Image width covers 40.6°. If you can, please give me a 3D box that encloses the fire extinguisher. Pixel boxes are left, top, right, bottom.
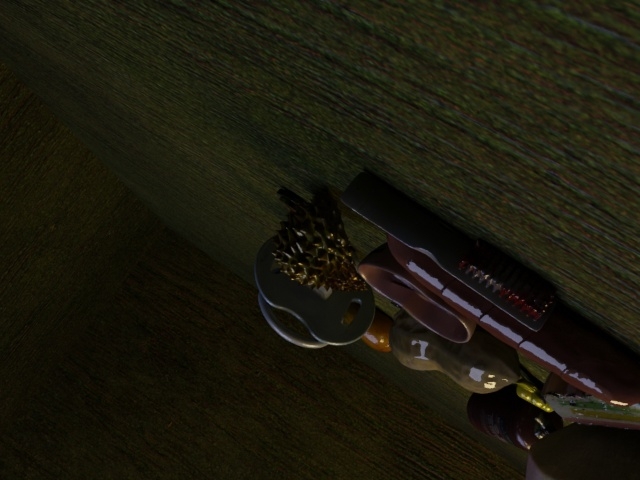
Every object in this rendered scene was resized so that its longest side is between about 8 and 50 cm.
[{"bbox_3d":[0.436,0.394,1.867,0.135,0.114,0.337,52,169,-5],"label":"fire extinguisher"}]

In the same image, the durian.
[{"bbox_3d":[-0.001,0.002,1.458,0.165,0.182,0.132,-16,149,39],"label":"durian"}]

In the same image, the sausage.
[{"bbox_3d":[0.261,0.096,1.194,0.433,0.088,0.088,34,170,12],"label":"sausage"}]

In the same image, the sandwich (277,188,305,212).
[{"bbox_3d":[-0.038,-0.058,1.666,0.069,0.026,0.101,24,165,46],"label":"sandwich"}]

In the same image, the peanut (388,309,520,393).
[{"bbox_3d":[0.238,0.191,1.572,0.149,0.149,0.313,44,168,-36],"label":"peanut"}]

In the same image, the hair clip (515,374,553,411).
[{"bbox_3d":[0.408,0.290,1.696,0.173,0.046,0.072,41,173,-33],"label":"hair clip"}]

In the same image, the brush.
[{"bbox_3d":[0.172,0.006,1.161,0.321,0.060,0.050,34,157,12],"label":"brush"}]

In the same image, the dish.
[{"bbox_3d":[0.168,0.063,1.345,0.213,0.090,0.213,34,168,9],"label":"dish"}]

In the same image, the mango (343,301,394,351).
[{"bbox_3d":[0.130,0.215,2.193,0.165,0.089,0.115,40,179,-3],"label":"mango"}]

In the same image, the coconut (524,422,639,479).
[{"bbox_3d":[0.474,0.425,1.399,0.298,0.309,0.297,3,-168,-1],"label":"coconut"}]

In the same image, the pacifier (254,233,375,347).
[{"bbox_3d":[0.000,0.087,1.790,0.287,0.238,0.226,39,141,0],"label":"pacifier"}]

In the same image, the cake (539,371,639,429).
[{"bbox_3d":[0.447,0.222,1.269,0.225,0.090,0.109,-1,143,43],"label":"cake"}]
